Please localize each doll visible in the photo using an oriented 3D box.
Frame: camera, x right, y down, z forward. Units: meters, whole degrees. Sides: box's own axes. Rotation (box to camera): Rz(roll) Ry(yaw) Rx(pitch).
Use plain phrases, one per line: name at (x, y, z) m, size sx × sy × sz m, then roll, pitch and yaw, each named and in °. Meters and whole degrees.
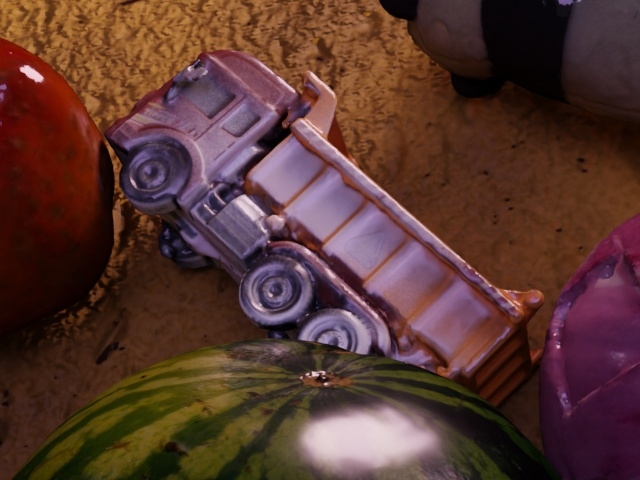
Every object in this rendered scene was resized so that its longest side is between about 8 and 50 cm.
doll at (0.156, -0.147, 0.818) m, size 0.234 × 0.143 × 0.135 m, roll 18°, pitch 74°, yaw 24°

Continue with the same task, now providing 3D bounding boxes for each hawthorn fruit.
hawthorn fruit at (-0.208, -0.036, 0.815) m, size 0.189 × 0.189 × 0.189 m, roll -5°, pitch 63°, yaw 9°

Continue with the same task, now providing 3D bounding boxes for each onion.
onion at (0.219, 0.062, 0.670) m, size 0.207 × 0.200 × 0.200 m, roll 21°, pitch 70°, yaw 18°

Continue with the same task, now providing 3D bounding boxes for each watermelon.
watermelon at (-0.022, 0.181, 0.613) m, size 0.285 × 0.285 × 0.285 m, roll -5°, pitch 63°, yaw 9°

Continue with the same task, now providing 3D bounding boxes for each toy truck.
toy truck at (0.000, 0.000, 0.793) m, size 0.135 × 0.114 × 0.270 m, roll -43°, pitch 65°, yaw -11°
